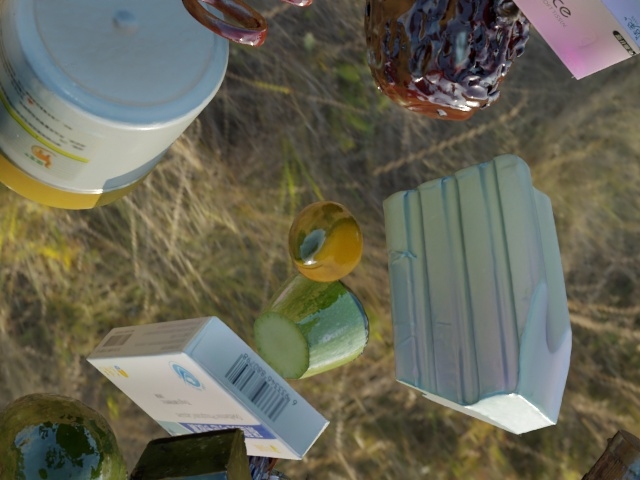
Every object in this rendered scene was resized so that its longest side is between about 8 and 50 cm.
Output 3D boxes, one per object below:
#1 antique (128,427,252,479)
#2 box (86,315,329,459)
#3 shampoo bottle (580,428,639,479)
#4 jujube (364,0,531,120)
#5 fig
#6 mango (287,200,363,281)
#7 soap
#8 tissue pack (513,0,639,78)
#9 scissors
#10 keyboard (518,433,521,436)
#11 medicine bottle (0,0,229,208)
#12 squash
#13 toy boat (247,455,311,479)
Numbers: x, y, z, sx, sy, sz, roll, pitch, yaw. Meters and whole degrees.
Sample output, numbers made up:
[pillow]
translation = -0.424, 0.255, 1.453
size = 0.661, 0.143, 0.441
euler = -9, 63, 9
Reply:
[antique]
translation = -0.084, 0.268, 1.076
size = 0.080, 0.081, 0.221
euler = -9, 105, 9
[box]
translation = -0.151, 0.186, 1.690
size = 0.200, 0.343, 0.065
euler = 44, 66, -17
[shampoo bottle]
translation = 0.177, 0.303, 1.088
size = 0.129, 0.084, 0.323
euler = 33, 98, -25
[jujube]
translation = 0.196, -0.370, 1.949
size = 0.258, 0.258, 0.377
euler = 20, 83, -32
[fig]
translation = -0.373, 0.319, 1.974
size = 0.245, 0.195, 0.195
euler = 15, 114, -50
[mango]
translation = 0.000, 0.000, 1.667
size = 0.184, 0.085, 0.102
euler = 15, 90, -72
[soap]
translation = 0.199, 0.073, 1.694
size = 0.208, 0.347, 0.115
euler = -21, 140, 24
[tissue pack]
translation = 0.327, -0.344, 1.774
size = 0.246, 0.148, 0.092
euler = 48, 66, -10
[scissors]
translation = -0.131, -0.232, 1.064
size = 0.247, 0.144, 0.017
euler = 28, 124, 7
[keyboard]
translation = 0.253, 0.209, 1.813
size = 0.015, 0.074, 0.196
euler = -29, 157, -10
[medicine bottle]
translation = -0.247, -0.182, 1.448
size = 0.238, 0.238, 0.232
euler = 5, 157, -26
[squash]
translation = -0.023, 0.137, 2.108
size = 0.123, 0.170, 0.170
euler = -29, 133, -43
[toy boat]
translation = -0.058, 0.422, 1.958
size = 0.072, 0.318, 0.219
euler = -27, 180, 40
